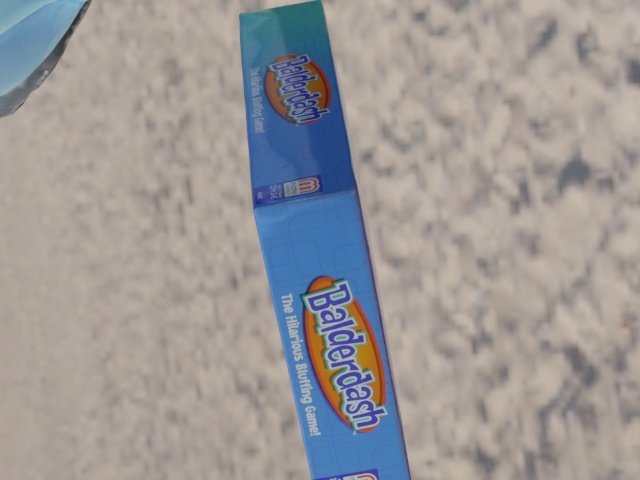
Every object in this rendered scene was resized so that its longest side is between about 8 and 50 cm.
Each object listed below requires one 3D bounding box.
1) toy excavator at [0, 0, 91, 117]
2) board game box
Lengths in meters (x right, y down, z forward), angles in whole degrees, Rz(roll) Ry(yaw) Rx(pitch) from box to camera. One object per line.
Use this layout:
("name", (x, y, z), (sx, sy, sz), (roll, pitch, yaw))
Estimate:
("toy excavator", (-0.036, -0.207, 0.335), (0.432, 0.222, 0.445), (-65, 29, 4))
("board game box", (0.000, 0.000, 0.852), (0.210, 0.047, 0.160), (-99, -2, -60))
